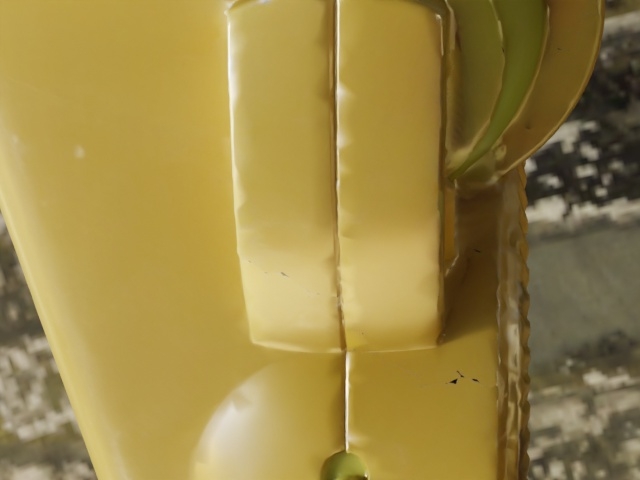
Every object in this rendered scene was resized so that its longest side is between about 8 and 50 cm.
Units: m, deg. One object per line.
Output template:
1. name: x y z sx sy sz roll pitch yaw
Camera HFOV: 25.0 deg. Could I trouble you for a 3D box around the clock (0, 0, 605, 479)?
1. clock: 0.000 0.000 0.524 0.200 0.317 0.244 -2 25 9
